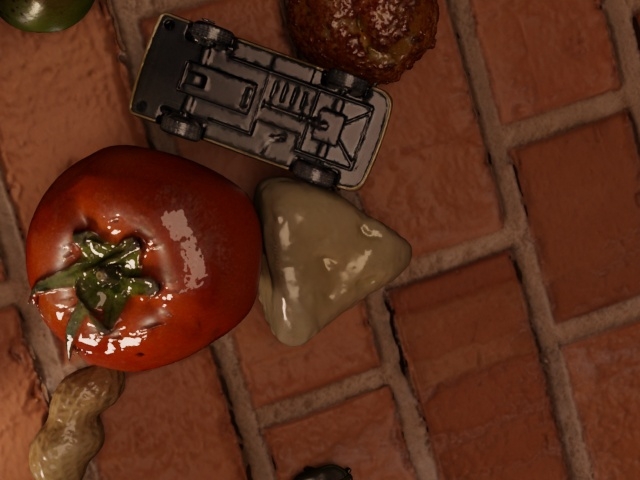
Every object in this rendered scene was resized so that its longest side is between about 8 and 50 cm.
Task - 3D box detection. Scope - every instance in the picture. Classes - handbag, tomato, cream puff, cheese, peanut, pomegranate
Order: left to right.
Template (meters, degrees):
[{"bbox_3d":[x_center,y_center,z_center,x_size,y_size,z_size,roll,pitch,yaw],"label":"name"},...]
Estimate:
[{"bbox_3d":[-0.389,-0.395,1.722,0.209,0.180,0.180,-30,102,-42],"label":"pomegranate"},{"bbox_3d":[-0.375,0.279,1.810,0.104,0.085,0.228,22,88,-22],"label":"peanut"},{"bbox_3d":[-0.248,0.027,1.726,0.341,0.273,0.341,3,99,21],"label":"tomato"},{"bbox_3d":[-0.001,-0.001,1.824,0.251,0.173,0.248,-25,105,-11],"label":"cheese"},{"bbox_3d":[0.002,0.399,1.919,0.111,0.047,0.072,-20,93,-10],"label":"handbag"},{"bbox_3d":[0.069,-0.351,1.823,0.240,0.164,0.240,-2,97,-17],"label":"cream puff"}]

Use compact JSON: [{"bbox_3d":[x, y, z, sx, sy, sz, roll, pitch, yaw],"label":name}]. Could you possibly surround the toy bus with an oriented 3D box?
[{"bbox_3d":[-0.081,-0.203,1.750,0.365,0.202,0.177,21,95,1],"label":"toy bus"}]
